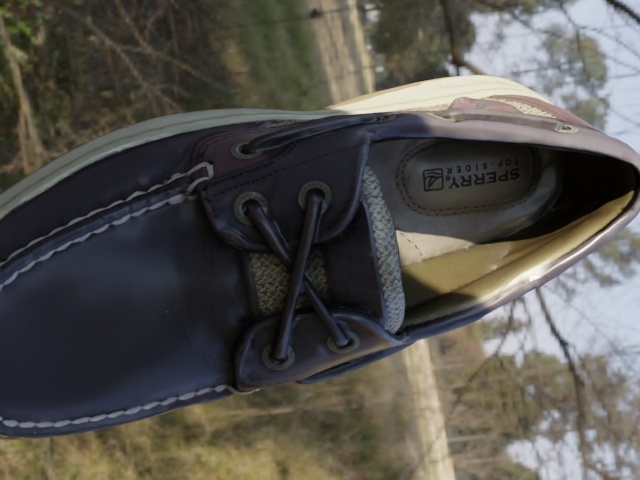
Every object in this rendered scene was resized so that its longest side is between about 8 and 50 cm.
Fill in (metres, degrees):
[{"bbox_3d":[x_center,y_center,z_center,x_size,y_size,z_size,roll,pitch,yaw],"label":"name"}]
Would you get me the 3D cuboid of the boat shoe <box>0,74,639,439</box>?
[{"bbox_3d":[0.000,0.000,0.385,0.092,0.285,0.102,16,-62,58],"label":"boat shoe"}]
